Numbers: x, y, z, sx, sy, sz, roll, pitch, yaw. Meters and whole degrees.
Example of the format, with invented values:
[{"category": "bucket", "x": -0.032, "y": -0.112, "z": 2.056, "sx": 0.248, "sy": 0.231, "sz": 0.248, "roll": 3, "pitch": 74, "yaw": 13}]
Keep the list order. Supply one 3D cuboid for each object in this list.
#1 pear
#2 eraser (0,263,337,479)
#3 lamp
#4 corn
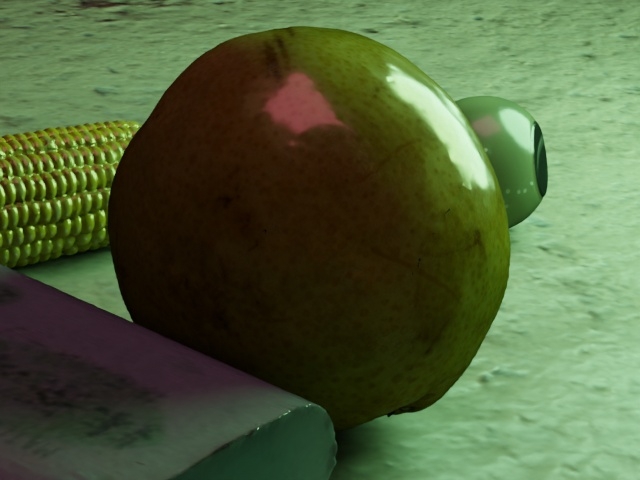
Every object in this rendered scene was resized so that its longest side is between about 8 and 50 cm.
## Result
[{"category": "pear", "x": 0.000, "y": 0.000, "z": 0.938, "sx": 0.208, "sy": 0.209, "sz": 0.209, "roll": 4, "pitch": 23, "yaw": -2}, {"category": "eraser", "x": -0.132, "y": 0.090, "z": 0.840, "sx": 0.227, "sy": 0.081, "sz": 0.174, "roll": 21, "pitch": 28, "yaw": 33}, {"category": "lamp", "x": 0.066, "y": -0.047, "z": 1.216, "sx": 0.163, "sy": 0.091, "sz": 0.091, "roll": -4, "pitch": 20, "yaw": 16}, {"category": "corn", "x": -0.199, "y": -0.021, "z": 1.089, "sx": 0.248, "sy": 0.081, "sz": 0.081, "roll": -12, "pitch": 28, "yaw": -34}]
